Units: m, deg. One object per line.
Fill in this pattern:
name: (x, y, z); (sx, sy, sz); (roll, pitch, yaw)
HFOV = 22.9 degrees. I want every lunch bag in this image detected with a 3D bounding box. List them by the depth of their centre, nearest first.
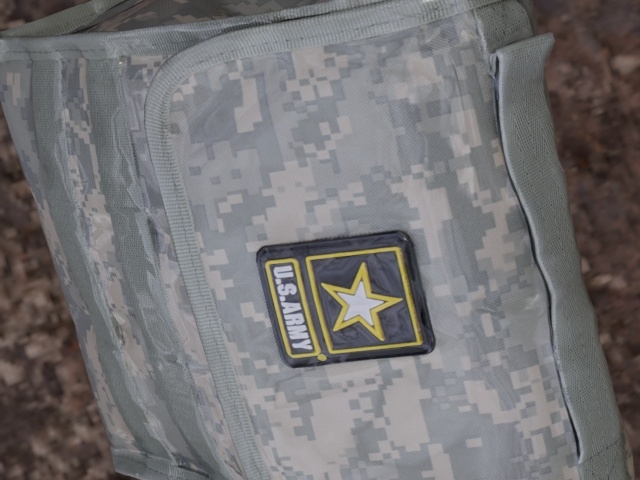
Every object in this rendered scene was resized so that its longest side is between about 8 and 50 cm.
lunch bag: (0.000, 0.000, 0.694); (0.287, 0.169, 0.235); (8, 118, 53)
